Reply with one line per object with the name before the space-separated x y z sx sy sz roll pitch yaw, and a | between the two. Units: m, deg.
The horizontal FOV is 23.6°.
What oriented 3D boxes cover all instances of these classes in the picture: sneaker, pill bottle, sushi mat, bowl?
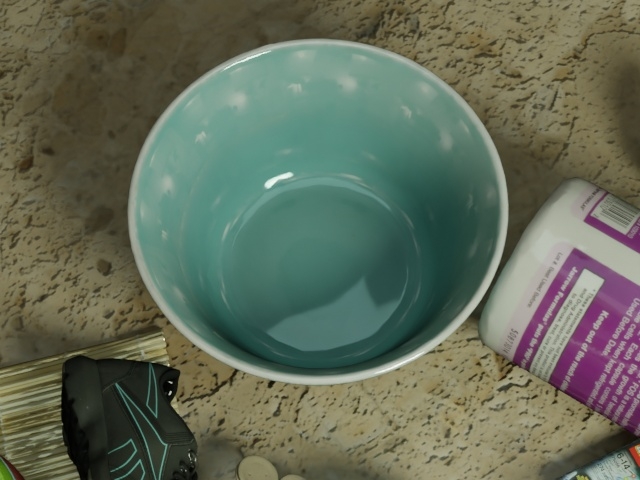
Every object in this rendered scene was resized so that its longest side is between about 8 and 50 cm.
sneaker | -0.144 0.194 1.233 0.106 0.101 0.267 -3 47 -17
pill bottle | 0.298 0.087 1.274 0.301 0.169 0.169 31 71 14
sushi mat | -0.276 0.181 1.328 0.316 0.019 0.151 -14 68 -5
bowl | 0.000 0.000 1.320 0.311 0.163 0.311 -1 67 2

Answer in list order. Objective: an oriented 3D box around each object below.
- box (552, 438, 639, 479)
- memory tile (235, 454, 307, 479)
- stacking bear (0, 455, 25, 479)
box | 0.266 0.244 1.284 0.094 0.027 0.137 -24 69 -9
memory tile | -0.014 0.246 1.253 0.148 0.012 0.113 28 44 -11
stacking bear | -0.310 0.216 1.149 0.175 0.289 0.164 41 79 7
